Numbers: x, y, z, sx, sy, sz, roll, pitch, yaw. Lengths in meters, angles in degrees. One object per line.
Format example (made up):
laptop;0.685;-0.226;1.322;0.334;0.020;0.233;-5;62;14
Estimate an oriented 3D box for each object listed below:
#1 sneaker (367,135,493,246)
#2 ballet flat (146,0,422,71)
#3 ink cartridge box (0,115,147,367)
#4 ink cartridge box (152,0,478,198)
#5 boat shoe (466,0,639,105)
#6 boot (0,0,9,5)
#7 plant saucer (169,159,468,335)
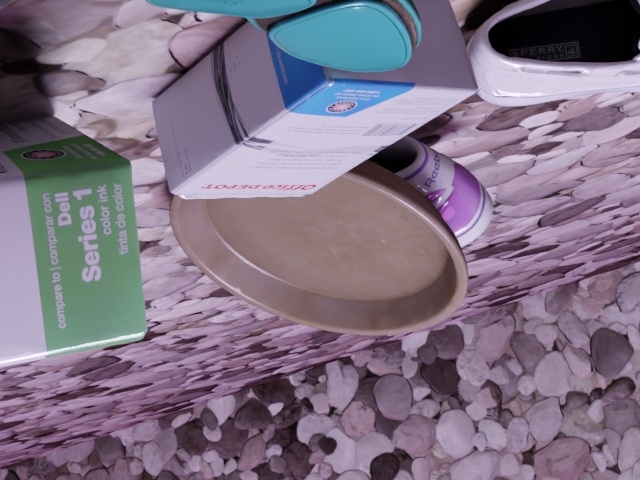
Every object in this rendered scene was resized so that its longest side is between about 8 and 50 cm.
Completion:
sneaker;0.005;-0.041;1.120;0.282;0.102;0.161;-17;148;33
ballet flat;-0.013;-0.149;0.606;0.083;0.087;0.247;-8;174;28
ink cartridge box;-0.271;0.006;0.714;0.278;0.117;0.201;-10;-163;-24
ink cartridge box;-0.009;-0.100;0.823;0.140;0.082;0.191;-3;164;-41
boat shoe;0.236;-0.154;0.854;0.258;0.095;0.084;-16;171;-1
boot;-0.229;-0.129;0.452;0.223;0.118;0.338;9;146;-46
plant saucer;0.000;0.000;1.057;0.278;0.041;0.278;13;148;8
